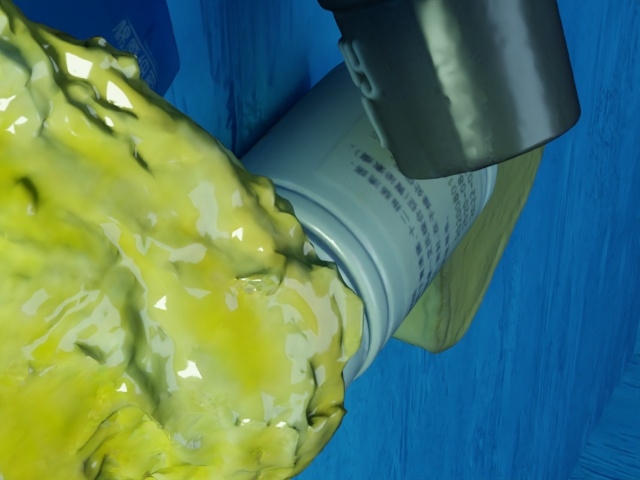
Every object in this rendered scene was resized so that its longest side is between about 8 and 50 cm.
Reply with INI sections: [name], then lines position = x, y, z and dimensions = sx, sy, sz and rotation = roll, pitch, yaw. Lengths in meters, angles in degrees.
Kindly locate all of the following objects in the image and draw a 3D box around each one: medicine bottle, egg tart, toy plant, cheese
[medicine bottle]
position = 0.000, 0.000, 1.219
dimensions = 0.332, 0.190, 0.190
rotation = -49, 149, -45
[egg tart]
position = -0.187, 0.022, 0.583
dimensions = 0.351, 0.339, 0.153
rotation = 46, 50, -25
[toy plant]
position = 0.055, -0.249, 1.092
dimensions = 0.279, 0.185, 0.400
rotation = -27, 103, -25
[cheese]
position = 0.170, -0.101, 1.667
dimensions = 0.384, 0.104, 0.384
rotation = -49, 148, -45

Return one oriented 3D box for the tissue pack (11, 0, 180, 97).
[tissue pack]
position = -0.175, -0.137, 0.764
dimensions = 0.209, 0.137, 0.270
rotation = -60, 155, -32
